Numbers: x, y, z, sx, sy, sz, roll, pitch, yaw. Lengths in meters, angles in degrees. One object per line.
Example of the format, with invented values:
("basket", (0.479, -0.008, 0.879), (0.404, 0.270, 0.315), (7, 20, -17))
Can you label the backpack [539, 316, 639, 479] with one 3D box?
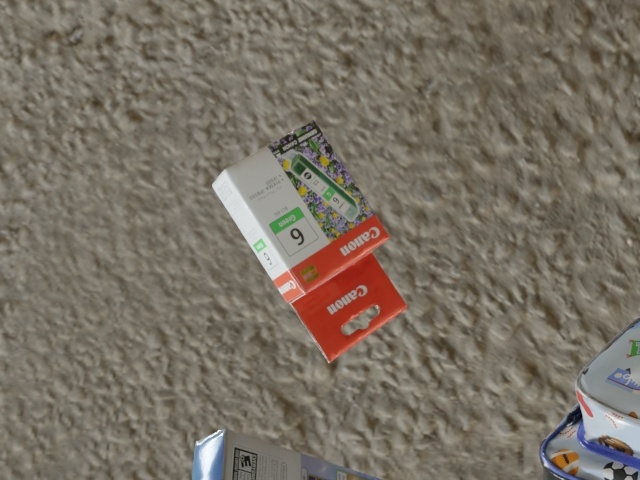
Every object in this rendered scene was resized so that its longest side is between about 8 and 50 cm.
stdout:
("backpack", (0.334, 0.166, 0.787), (0.276, 0.263, 0.213), (22, 126, 36))

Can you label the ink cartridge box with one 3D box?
("ink cartridge box", (0.000, 0.000, 0.512), (0.062, 0.029, 0.115), (-32, 88, -27))

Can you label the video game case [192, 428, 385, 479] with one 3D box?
("video game case", (-0.026, 0.356, 0.977), (0.061, 0.244, 0.270), (-30, 46, 40))
